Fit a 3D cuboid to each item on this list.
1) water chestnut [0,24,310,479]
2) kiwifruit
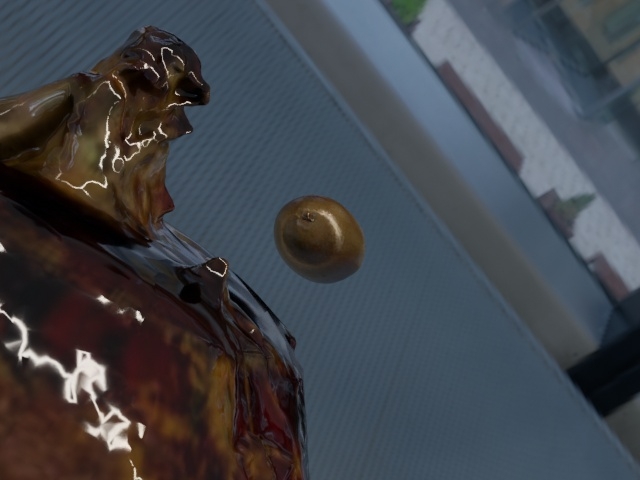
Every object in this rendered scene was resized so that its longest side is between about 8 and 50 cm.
[{"bbox_3d":[-0.139,0.041,0.536,0.350,0.302,0.350,29,-1,0],"label":"water chestnut"},{"bbox_3d":[0.000,0.000,1.046,0.124,0.075,0.075,60,8,-70],"label":"kiwifruit"}]
